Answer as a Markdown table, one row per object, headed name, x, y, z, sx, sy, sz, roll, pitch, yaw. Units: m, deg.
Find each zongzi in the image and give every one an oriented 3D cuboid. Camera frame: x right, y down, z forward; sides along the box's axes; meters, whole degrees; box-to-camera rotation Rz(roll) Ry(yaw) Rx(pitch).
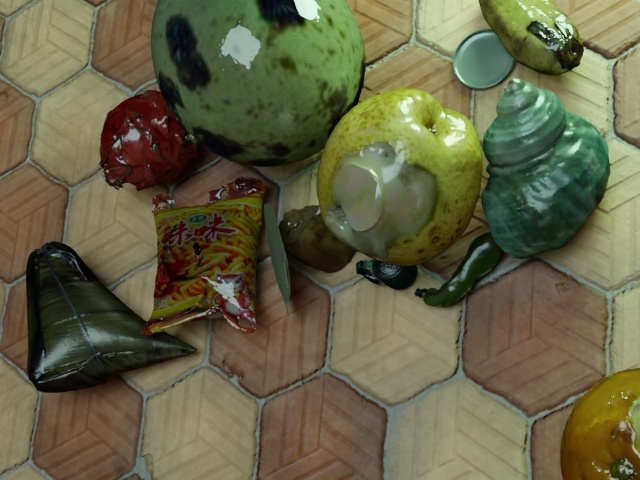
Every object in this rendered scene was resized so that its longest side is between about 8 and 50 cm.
| name | x | y | z | sx | sy | sz | roll | pitch | yaw |
| --- | --- | --- | --- | --- | --- | --- | --- | --- | --- |
| zongzi | -0.375 | 0.121 | 1.995 | 0.300 | 0.138 | 0.286 | -11 | 60 | 4 |

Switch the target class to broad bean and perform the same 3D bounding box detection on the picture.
| name | x | y | z | sx | sy | sz | roll | pitch | yaw |
| --- | --- | --- | --- | --- | --- | --- | --- | --- | --- |
| broad bean | 0.237 | 0.044 | 1.778 | 0.195 | 0.046 | 0.061 | -40 | 65 | 10 |

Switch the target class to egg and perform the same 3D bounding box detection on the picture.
| name | x | y | z | sx | sy | sz | roll | pitch | yaw |
| --- | --- | --- | --- | --- | --- | --- | --- | --- | --- |
| egg | -0.112 | -0.319 | 1.880 | 0.345 | 0.345 | 0.428 | -38 | 58 | 9 |

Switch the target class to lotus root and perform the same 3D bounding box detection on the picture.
| name | x | y | z | sx | sy | sz | roll | pitch | yaw |
| --- | --- | --- | --- | --- | --- | --- | --- | --- | --- |
| lotus root | 0.342 | -0.353 | 1.831 | 0.110 | 0.097 | 0.258 | -16 | 52 | -17 |
| lotus root | -0.002 | -0.003 | 1.867 | 0.159 | 0.135 | 0.095 | -14 | 69 | 34 |

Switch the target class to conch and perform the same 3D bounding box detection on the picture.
| name | x | y | z | sx | sy | sz | roll | pitch | yaw |
| --- | --- | --- | --- | --- | --- | --- | --- | --- | --- |
| conch | 0.335 | -0.121 | 1.718 | 0.220 | 0.277 | 0.195 | -20 | 20 | -11 |

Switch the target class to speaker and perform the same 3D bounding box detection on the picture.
| name | x | y | z | sx | sy | sz | roll | pitch | yaw |
| --- | --- | --- | --- | --- | --- | --- | --- | --- | --- |
| speaker | 0.105 | 0.051 | 1.817 | 0.094 | 0.075 | 0.060 | -22 | 65 | 17 |

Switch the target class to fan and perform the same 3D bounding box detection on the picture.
| name | x | y | z | sx | sy | sz | roll | pitch | yaw |
| --- | --- | --- | --- | --- | --- | --- | --- | --- | --- |
| fan | -0.058 | 0.087 | 1.861 | 0.010 | 0.182 | 0.310 | -11 | 90 | -9 |

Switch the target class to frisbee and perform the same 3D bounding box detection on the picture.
| name | x | y | z | sx | sy | sz | roll | pitch | yaw |
| --- | --- | --- | --- | --- | --- | --- | --- | --- | --- |
| frisbee | 0.276 | -0.306 | 1.889 | 0.110 | 0.014 | 0.110 | -7 | 72 | 22 |

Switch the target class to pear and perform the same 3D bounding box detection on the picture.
| name | x | y | z | sx | sy | sz | roll | pitch | yaw |
| --- | --- | --- | --- | --- | --- | --- | --- | --- | --- |
| pear | 0.123 | -0.099 | 1.718 | 0.271 | 0.271 | 0.271 | -7 | 71 | 22 |

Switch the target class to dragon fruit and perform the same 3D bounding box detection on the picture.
| name | x | y | z | sx | sy | sz | roll | pitch | yaw |
| --- | --- | --- | --- | --- | --- | --- | --- | --- | --- |
| dragon fruit | -0.309 | -0.183 | 2.026 | 0.209 | 0.172 | 0.172 | -26 | 64 | -1 |

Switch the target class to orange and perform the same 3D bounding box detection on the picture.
| name | x | y | z | sx | sy | sz | roll | pitch | yaw |
| --- | --- | --- | --- | --- | --- | --- | --- | --- | --- |
| orange | 0.440 | 0.289 | 1.508 | 0.240 | 0.240 | 0.240 | -7 | 71 | 22 |

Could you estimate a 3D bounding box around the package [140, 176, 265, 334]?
| name | x | y | z | sx | sy | sz | roll | pitch | yaw |
| --- | --- | --- | --- | --- | --- | --- | --- | --- | --- |
| package | -0.203 | 0.037 | 1.943 | 0.223 | 0.108 | 0.288 | -6 | 62 | 18 |
